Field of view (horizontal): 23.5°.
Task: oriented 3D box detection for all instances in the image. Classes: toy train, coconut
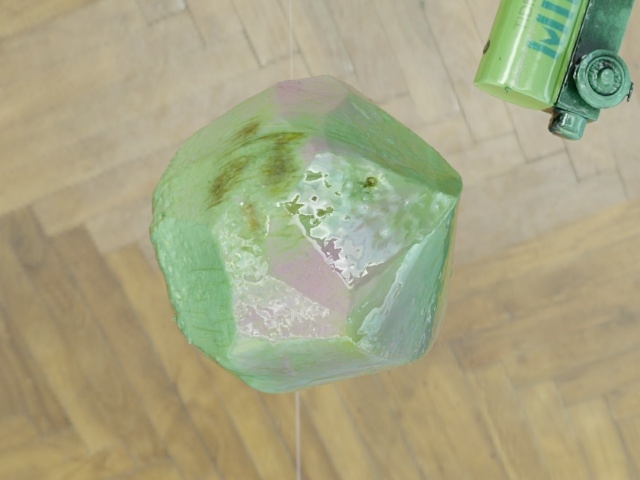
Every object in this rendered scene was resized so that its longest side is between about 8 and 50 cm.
[{"bbox_3d":[0.246,-0.235,1.540,0.157,0.105,0.253,20,86,-10],"label":"toy train"},{"bbox_3d":[0.000,0.000,1.107,0.236,0.236,0.204,-31,127,15],"label":"coconut"}]
